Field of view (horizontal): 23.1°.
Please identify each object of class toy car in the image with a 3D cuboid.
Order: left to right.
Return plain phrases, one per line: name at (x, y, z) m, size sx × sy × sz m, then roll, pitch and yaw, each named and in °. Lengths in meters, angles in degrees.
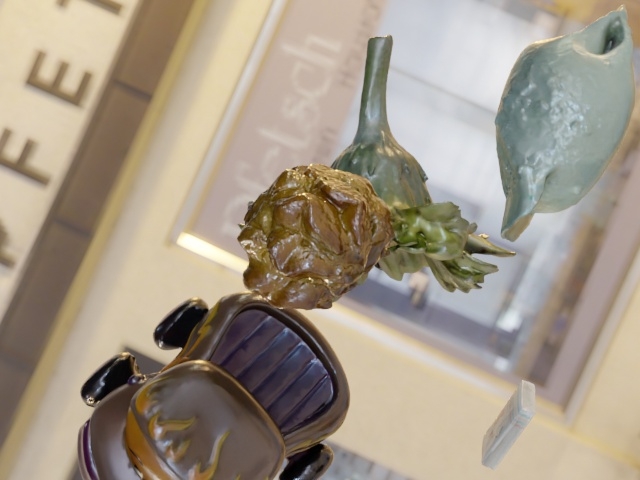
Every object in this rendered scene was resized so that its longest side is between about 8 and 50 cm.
toy car at (-0.108, 0.194, 1.766) m, size 0.341 × 0.271 × 0.240 m, roll -42°, pitch 0°, yaw -28°

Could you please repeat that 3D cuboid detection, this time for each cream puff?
cream puff at (0.000, 0.000, 1.116) m, size 0.116 × 0.094 × 0.122 m, roll -40°, pitch -32°, yaw -24°

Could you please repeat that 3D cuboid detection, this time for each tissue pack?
tissue pack at (0.228, 0.225, 1.905) m, size 0.056 × 0.023 × 0.108 m, roll -78°, pitch 14°, yaw -52°

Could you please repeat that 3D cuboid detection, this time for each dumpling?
dumpling at (0.187, -0.100, 1.292) m, size 0.219 × 0.108 × 0.152 m, roll -58°, pitch 15°, yaw -16°

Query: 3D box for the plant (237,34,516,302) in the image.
plant at (0.033, -0.038, 1.700) m, size 0.261 × 0.297 × 0.306 m, roll -30°, pitch -4°, yaw 7°
